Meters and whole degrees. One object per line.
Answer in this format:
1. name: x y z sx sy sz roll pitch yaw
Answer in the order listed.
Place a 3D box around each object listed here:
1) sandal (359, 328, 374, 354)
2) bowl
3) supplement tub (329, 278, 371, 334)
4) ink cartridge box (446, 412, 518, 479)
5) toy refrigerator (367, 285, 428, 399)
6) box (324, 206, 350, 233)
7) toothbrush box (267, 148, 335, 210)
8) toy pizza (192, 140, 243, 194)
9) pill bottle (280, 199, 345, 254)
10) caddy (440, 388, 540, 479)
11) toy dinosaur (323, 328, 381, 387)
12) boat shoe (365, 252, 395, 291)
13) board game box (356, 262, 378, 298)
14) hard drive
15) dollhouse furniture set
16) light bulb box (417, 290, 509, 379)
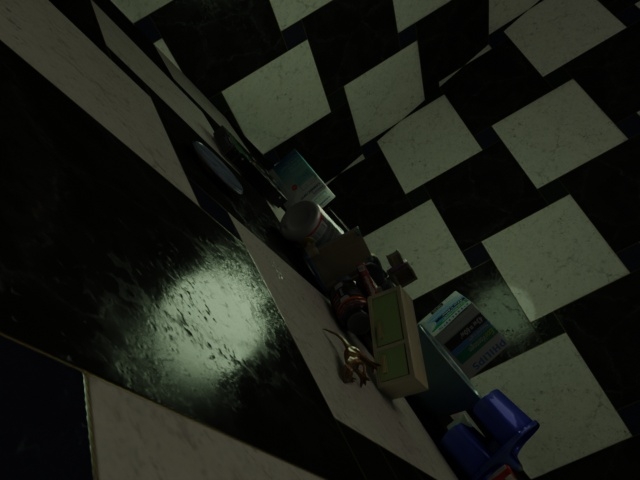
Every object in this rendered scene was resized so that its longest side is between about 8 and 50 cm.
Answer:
1. sandal: 0.136 0.265 1.662 0.219 0.060 0.090 52 6 32
2. bowl: 0.357 0.435 1.731 0.311 0.163 0.311 48 5 -5
3. supplement tub: 0.091 0.192 1.556 0.106 0.106 0.198 48 5 -20
4. ink cartridge box: 0.519 0.685 1.749 0.231 0.078 0.134 49 5 -6
5. toy refrigerator: 0.194 0.258 1.410 0.094 0.102 0.269 46 30 -42
6. box: 0.067 0.007 2.416 0.270 0.165 0.143 48 5 -6
7. toothbrush box: -0.106 -0.256 2.615 0.295 0.216 0.126 53 7 28
8. toy pizza: -0.298 -0.202 1.562 0.201 0.032 0.201 48 5 -6
9. pill bottle: 0.000 0.000 1.903 0.283 0.161 0.161 45 6 -42
10. caddy: 0.475 0.548 1.475 0.179 0.241 0.341 47 3 31
11. toy dinosaur: 0.071 0.251 1.190 0.112 0.064 0.211 47 5 -12
12. boat shoe: 0.232 0.194 2.387 0.156 0.187 0.500 45 -3 32
13. board game box: 0.163 0.214 1.654 0.145 0.027 0.281 -110 -177 -51
14. hard drive: -0.286 -0.296 2.212 0.339 0.064 0.237 46 5 -37
15. dollhouse furniture set: 0.108 0.044 1.792 0.303 0.286 0.198 60 -1 -27
16. light bulb box: 0.537 0.425 2.270 0.225 0.358 0.361 47 4 1
